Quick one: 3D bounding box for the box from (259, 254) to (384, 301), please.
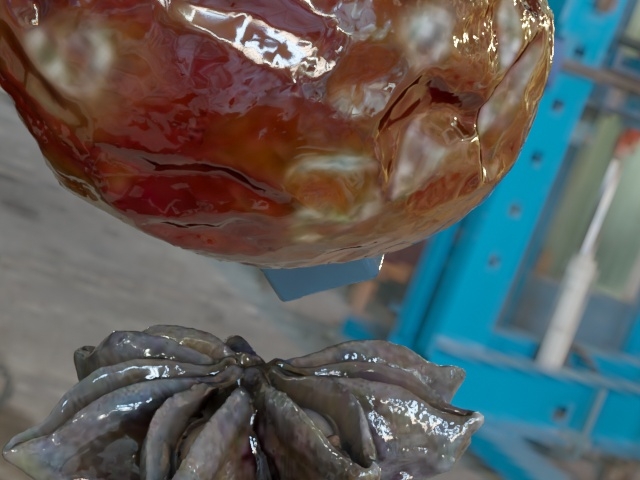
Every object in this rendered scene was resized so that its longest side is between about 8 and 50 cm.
[{"bbox_3d":[0.000,0.000,1.359,0.099,0.054,0.074,-15,30,22],"label":"box"}]

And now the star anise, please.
[{"bbox_3d":[-0.035,0.088,0.882,0.212,0.073,0.197,5,16,17],"label":"star anise"}]

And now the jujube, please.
[{"bbox_3d":[-0.027,-0.121,1.072,0.276,0.276,0.377,27,14,27],"label":"jujube"}]
